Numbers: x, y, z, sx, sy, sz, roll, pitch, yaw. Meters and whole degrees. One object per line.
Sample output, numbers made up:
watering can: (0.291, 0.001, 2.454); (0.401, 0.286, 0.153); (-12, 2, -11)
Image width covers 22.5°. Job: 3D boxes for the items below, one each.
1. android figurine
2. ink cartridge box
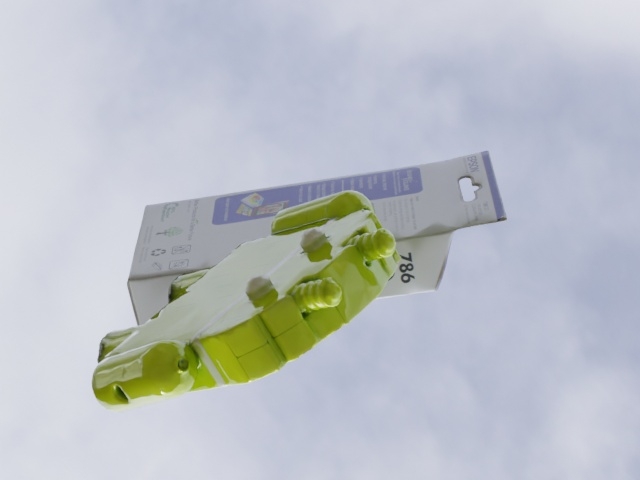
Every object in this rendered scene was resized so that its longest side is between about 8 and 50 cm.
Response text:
android figurine: (-0.052, 0.044, 1.180); (0.248, 0.056, 0.273); (-40, -166, -35)
ink cartridge box: (0.000, 0.000, 1.448); (0.332, 0.065, 0.165); (-9, -156, 5)
